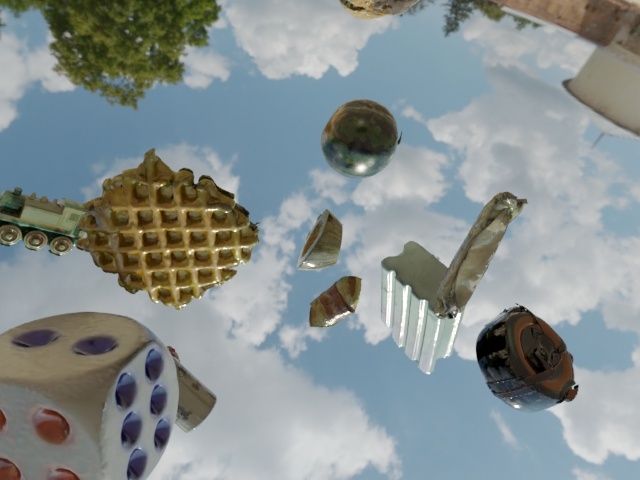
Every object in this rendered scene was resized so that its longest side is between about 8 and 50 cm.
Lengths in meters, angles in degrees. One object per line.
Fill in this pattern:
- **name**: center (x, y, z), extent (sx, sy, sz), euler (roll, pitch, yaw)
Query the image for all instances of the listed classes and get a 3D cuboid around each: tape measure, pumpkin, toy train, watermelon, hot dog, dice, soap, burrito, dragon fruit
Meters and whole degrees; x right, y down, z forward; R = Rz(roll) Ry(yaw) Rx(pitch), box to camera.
- **tape measure**: center (0.430, 0.246, 1.006), extent (0.202, 0.135, 0.223), euler (44, -138, 1)
- **pumpkin**: center (0.012, 0.013, 1.527), extent (0.110, 0.217, 0.217), euler (24, -142, -4)
- **toy train**: center (-0.605, -0.043, 1.037), extent (0.194, 0.125, 0.081), euler (20, -169, -43)
- **watermelon**: center (0.128, -0.326, 1.563), extent (0.269, 0.268, 0.268), euler (13, -141, -11)
- **hot dog**: center (0.063, 0.206, 1.624), extent (0.093, 0.262, 0.123), euler (11, -129, -45)
- **dice**: center (-0.407, 0.278, 0.812), extent (0.252, 0.258, 0.243), euler (4, -162, 9)
- **soap**: center (0.219, 0.153, 1.056), extent (0.095, 0.289, 0.173), euler (-33, -124, -18)
- **burrito**: center (0.238, 0.026, 0.747), extent (0.058, 0.229, 0.063), euler (30, -165, 4)
- **dragon fruit**: center (-0.426, 0.341, 1.323), extent (0.081, 0.086, 0.116), euler (-8, -147, -27)

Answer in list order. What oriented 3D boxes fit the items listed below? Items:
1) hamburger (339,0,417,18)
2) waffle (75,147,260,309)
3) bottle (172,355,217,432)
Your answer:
- **hamburger**: center (0.126, -0.560, 0.925), extent (0.286, 0.242, 0.146), euler (-2, -164, -25)
- **waffle**: center (-0.233, -0.004, 0.740), extent (0.245, 0.254, 0.052), euler (41, -157, -27)
- **bottle**: center (-0.359, 0.333, 1.122), extent (0.233, 0.110, 0.110), euler (46, -143, -11)
